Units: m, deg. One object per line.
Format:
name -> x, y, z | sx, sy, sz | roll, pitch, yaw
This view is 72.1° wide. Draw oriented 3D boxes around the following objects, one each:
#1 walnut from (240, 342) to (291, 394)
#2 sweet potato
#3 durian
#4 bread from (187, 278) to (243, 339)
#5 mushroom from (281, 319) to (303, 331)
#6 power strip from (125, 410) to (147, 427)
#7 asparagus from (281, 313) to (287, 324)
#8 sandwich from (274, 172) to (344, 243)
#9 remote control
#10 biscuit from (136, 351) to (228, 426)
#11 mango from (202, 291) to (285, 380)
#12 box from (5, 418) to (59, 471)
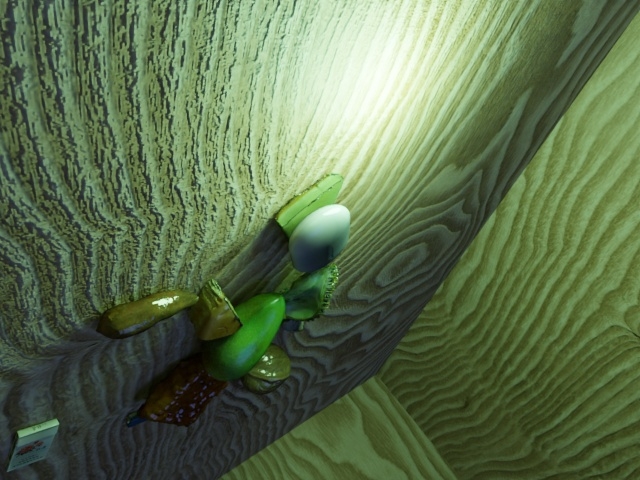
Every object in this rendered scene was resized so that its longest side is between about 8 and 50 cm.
walnut -> -0.244, 0.553, 1.900 | 0.227, 0.228, 0.228 | -31, 151, -20
sweet potato -> -0.463, 0.194, 1.215 | 0.291, 0.097, 0.097 | -18, 144, -41
durian -> -0.051, 0.183, 1.686 | 0.198, 0.163, 0.394 | 25, 138, -19
bread -> -0.308, 0.215, 1.404 | 0.160, 0.140, 0.169 | 10, 123, -50
mushroom -> -0.115, 0.350, 1.897 | 0.116, 0.093, 0.225 | -54, 154, -24
power strip -> -0.679, 0.669, 1.681 | 0.123, 0.032, 0.056 | -10, 139, -47
asparagus -> -0.249, 0.352, 1.699 | 0.277, 0.060, 0.067 | -37, 144, 15
sandwich -> -0.022, -0.092, 1.418 | 0.245, 0.063, 0.212 | -38, 156, -7
remote control -> 0.000, 0.000, 1.399 | 0.221, 0.104, 0.332 | -32, 157, -12
biscuit -> -0.501, 0.573, 1.677 | 0.318, 0.110, 0.312 | -46, 151, -11
mango -> -0.265, 0.331, 1.551 | 0.382, 0.201, 0.225 | -48, 155, 3
box -> -0.891, 0.633, 1.357 | 0.109, 0.029, 0.198 | -3, 135, -51
